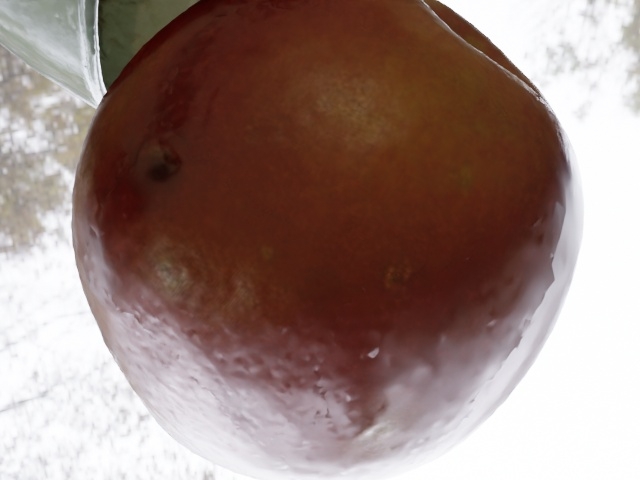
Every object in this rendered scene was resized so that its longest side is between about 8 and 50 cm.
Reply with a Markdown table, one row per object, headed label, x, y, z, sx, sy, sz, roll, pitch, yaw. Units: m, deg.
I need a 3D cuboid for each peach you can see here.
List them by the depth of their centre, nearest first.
| label | x | y | z | sx | sy | sz | roll | pitch | yaw |
| --- | --- | --- | --- | --- | --- | --- | --- | --- | --- |
| peach | 0.000 | 0.000 | 0.588 | 0.244 | 0.243 | 0.199 | -20 | -141 | -20 |

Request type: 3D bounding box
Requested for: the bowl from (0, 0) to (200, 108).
| label | x | y | z | sx | sy | sz | roll | pitch | yaw |
| --- | --- | --- | --- | --- | --- | --- | --- | --- | --- |
| bowl | -0.126 | -0.221 | 0.690 | 0.146 | 0.289 | 0.289 | 20 | -132 | 5 |
